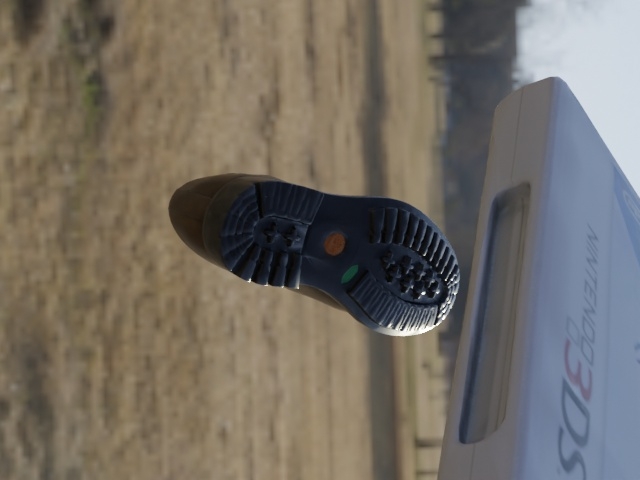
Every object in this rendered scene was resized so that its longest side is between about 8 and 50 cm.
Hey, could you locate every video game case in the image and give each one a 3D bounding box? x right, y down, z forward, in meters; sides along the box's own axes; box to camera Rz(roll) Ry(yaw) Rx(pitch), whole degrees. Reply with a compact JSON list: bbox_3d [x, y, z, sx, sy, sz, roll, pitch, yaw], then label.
[{"bbox_3d":[0.149,0.139,0.622,0.329,0.036,0.300,53,27,-23],"label":"video game case"}]

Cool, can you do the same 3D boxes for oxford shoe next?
[{"bbox_3d":[0.000,0.000,1.091,0.227,0.096,0.082,23,87,-41],"label":"oxford shoe"}]
